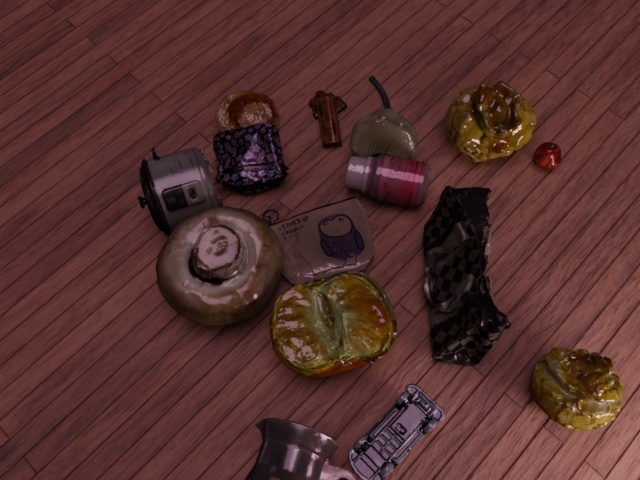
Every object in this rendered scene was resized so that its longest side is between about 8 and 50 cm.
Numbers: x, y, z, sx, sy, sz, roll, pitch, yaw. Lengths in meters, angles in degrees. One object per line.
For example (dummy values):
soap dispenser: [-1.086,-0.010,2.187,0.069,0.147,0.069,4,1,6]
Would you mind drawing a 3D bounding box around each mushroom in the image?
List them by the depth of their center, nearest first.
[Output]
mushroom: [-0.276,0.069,1.681,0.352,0.260,0.352,1,71,-3]

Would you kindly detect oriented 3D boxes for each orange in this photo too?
orange: [0.033,0.225,1.637,0.335,0.196,0.262,-20,80,-3]

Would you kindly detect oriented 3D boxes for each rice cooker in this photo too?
rice cooker: [-0.424,-0.144,1.799,0.227,0.241,0.280,-18,110,-11]

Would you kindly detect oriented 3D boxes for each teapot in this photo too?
teapot: [-0.079,0.624,1.428,0.300,0.253,0.344,16,61,7]

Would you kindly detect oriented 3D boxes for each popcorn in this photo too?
popcorn: [0.652,0.381,1.558,0.221,0.183,0.204,17,53,24]
popcorn: [0.525,-0.375,1.891,0.258,0.270,0.224,-21,50,42]

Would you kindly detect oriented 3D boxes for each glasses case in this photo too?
glasses case: [0.028,-0.390,2.000,0.065,0.041,0.170,-7,73,-1]

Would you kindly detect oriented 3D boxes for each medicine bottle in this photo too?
medicine bottle: [0.204,-0.188,1.856,0.247,0.147,0.147,11,65,7]

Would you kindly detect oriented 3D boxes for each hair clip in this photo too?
hair clip: [0.209,-0.470,2.053,0.070,0.039,0.229,-10,60,-4]

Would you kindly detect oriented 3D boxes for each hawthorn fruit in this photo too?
hawthorn fruit: [0.715,-0.268,1.909,0.093,0.093,0.093,-1,65,1]

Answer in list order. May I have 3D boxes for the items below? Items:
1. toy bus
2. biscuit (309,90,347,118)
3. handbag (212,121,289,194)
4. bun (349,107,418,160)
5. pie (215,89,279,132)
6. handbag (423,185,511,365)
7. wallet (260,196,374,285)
toy bus: [0.185,0.499,1.542,0.121,0.120,0.265,42,72,18]
biscuit: [0.026,-0.463,2.058,0.130,0.019,0.119,3,65,3]
handbag: [-0.217,-0.252,1.901,0.229,0.127,0.207,-9,81,4]
bun: [0.197,-0.322,1.920,0.212,0.204,0.126,31,37,-20]
pie: [-0.239,-0.409,2.003,0.205,0.084,0.179,30,69,11]
handbag: [0.388,0.093,1.622,0.180,0.316,0.416,3,65,-4]
wallet: [0.000,0.000,1.813,0.335,0.068,0.275,-17,63,-8]
